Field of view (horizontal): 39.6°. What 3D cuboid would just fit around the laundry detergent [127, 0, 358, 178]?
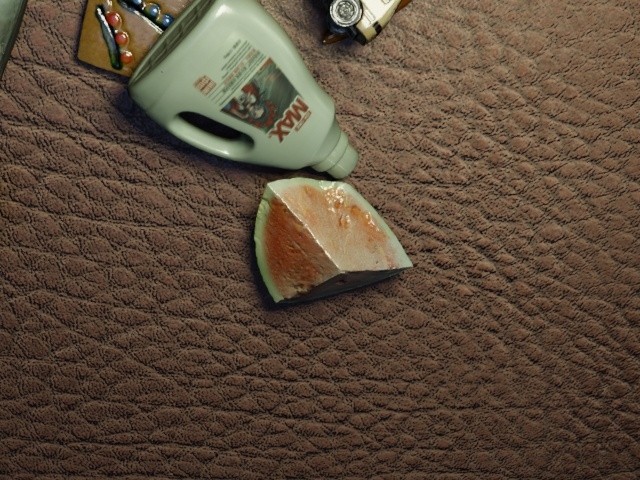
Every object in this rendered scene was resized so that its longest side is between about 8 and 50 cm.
[{"bbox_3d":[-0.101,-0.225,1.516,0.264,0.125,0.397,-43,124,16],"label":"laundry detergent"}]

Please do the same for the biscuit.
[{"bbox_3d":[-0.273,-0.373,1.491,0.301,0.043,0.278,-32,112,4],"label":"biscuit"}]

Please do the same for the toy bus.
[{"bbox_3d":[0.023,-0.462,1.429,0.157,0.139,0.289,-40,94,3],"label":"toy bus"}]

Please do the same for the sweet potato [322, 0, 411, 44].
[{"bbox_3d":[0.114,-0.413,1.533,0.264,0.057,0.057,-32,111,0],"label":"sweet potato"}]

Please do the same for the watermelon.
[{"bbox_3d":[0.000,0.000,1.612,0.256,0.176,0.260,-31,89,-5],"label":"watermelon"}]

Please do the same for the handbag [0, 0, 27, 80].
[{"bbox_3d":[-0.594,-0.347,1.441,0.191,0.075,0.332,18,103,-18],"label":"handbag"}]
